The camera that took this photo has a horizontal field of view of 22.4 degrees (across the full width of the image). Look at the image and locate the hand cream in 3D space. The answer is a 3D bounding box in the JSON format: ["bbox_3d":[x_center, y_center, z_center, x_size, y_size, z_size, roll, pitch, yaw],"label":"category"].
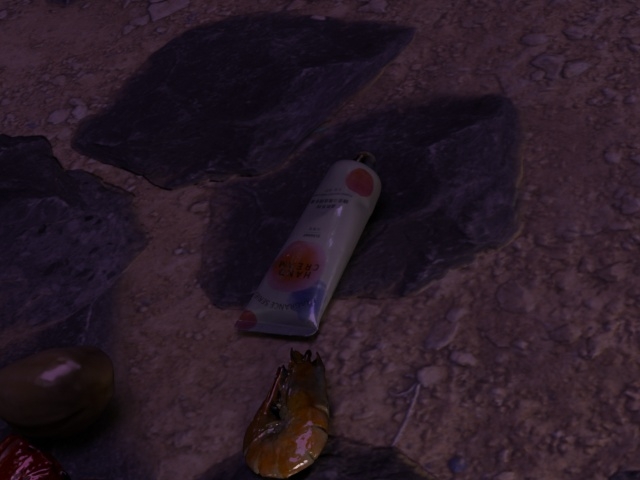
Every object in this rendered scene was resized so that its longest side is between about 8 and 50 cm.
[{"bbox_3d":[0.000,0.000,2.218,0.124,0.078,0.341,5,47,30],"label":"hand cream"}]

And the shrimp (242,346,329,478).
[{"bbox_3d":[-0.042,0.206,1.977,0.115,0.051,0.217,-13,38,14],"label":"shrimp"}]

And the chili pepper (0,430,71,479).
[{"bbox_3d":[-0.413,0.349,1.928,0.144,0.136,0.252,40,72,22],"label":"chili pepper"}]

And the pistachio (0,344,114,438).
[{"bbox_3d":[-0.348,0.195,2.079,0.185,0.124,0.124,-6,38,26],"label":"pistachio"}]

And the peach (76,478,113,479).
[{"bbox_3d":[-0.243,0.351,1.782,0.184,0.184,0.184,-13,36,10],"label":"peach"}]
